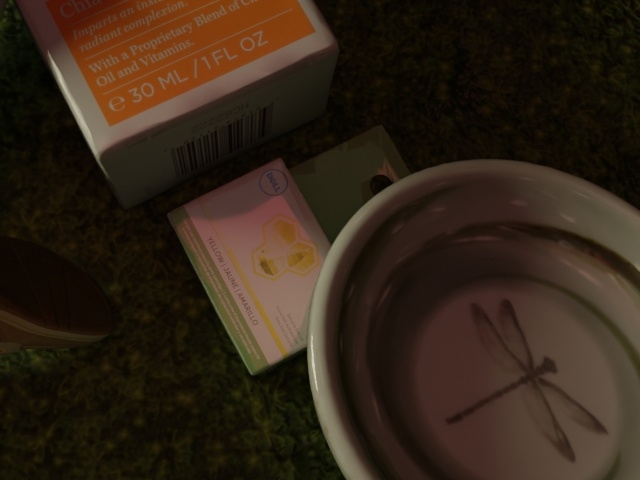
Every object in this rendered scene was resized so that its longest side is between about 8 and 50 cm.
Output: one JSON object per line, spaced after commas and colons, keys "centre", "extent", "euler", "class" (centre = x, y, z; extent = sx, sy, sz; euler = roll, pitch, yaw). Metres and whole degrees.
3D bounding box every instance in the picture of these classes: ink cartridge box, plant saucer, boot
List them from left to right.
{"centre": [-0.329, 0.090, 0.736], "extent": [0.203, 0.262, 0.095], "euler": [-46, 55, 24], "class": "boot"}
{"centre": [0.000, 0.000, 0.819], "extent": [0.235, 0.056, 0.171], "euler": [-28, 80, -9], "class": "ink cartridge box"}
{"centre": [0.176, 0.119, 0.750], "extent": [0.401, 0.100, 0.400], "euler": [7, 58, -11], "class": "plant saucer"}

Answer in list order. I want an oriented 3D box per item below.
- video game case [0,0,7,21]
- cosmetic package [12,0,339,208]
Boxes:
{"centre": [-0.401, -0.166, 0.736], "extent": [0.270, 0.061, 0.244], "euler": [20, 96, 22], "class": "video game case"}
{"centre": [-0.192, -0.287, 0.816], "extent": [0.230, 0.161, 0.453], "euler": [-28, 80, -11], "class": "cosmetic package"}
